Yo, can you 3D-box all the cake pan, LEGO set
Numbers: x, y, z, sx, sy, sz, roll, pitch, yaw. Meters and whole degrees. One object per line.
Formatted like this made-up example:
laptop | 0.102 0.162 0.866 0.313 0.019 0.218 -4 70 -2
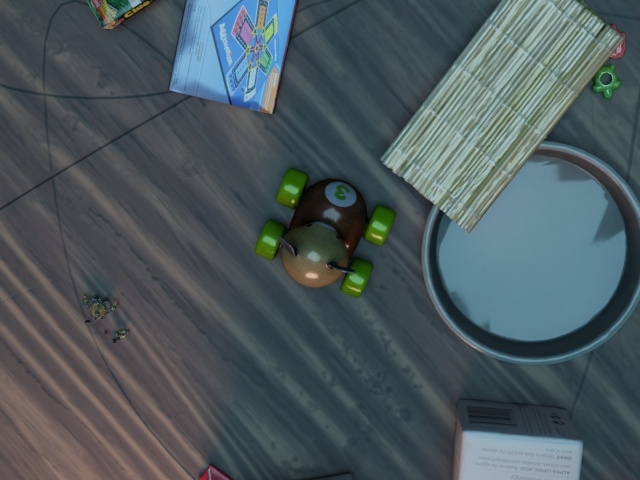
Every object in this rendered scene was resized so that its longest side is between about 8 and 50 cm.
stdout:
cake pan | 0.278 0.015 1.548 0.293 0.054 0.293 1 98 5
LEGO set | -0.297 0.102 1.628 0.054 0.023 0.083 -18 109 9

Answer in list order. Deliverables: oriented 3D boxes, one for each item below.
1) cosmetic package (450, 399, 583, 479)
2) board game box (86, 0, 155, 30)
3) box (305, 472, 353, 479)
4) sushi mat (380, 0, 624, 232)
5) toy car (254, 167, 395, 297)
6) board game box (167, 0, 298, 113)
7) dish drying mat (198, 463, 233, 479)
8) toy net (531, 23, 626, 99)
cosmetic package | 0.248 0.319 1.544 0.151 0.151 0.184 4 99 4
board game box | -0.289 -0.418 1.536 0.136 0.030 0.260 -32 88 10
box | -0.036 0.514 1.582 0.215 0.168 0.345 -10 98 6
sushi mat | 0.227 -0.179 1.494 0.151 0.019 0.316 38 98 5
toy car | 0.000 0.000 1.501 0.155 0.188 0.149 23 99 1
board game box | -0.101 -0.318 1.547 0.145 0.027 0.281 14 99 5
dish drying mat | -0.129 0.348 1.651 0.083 0.008 0.032 38 98 -1
toy net | 0.331 -0.296 1.506 0.122 0.045 0.232 1 98 5
